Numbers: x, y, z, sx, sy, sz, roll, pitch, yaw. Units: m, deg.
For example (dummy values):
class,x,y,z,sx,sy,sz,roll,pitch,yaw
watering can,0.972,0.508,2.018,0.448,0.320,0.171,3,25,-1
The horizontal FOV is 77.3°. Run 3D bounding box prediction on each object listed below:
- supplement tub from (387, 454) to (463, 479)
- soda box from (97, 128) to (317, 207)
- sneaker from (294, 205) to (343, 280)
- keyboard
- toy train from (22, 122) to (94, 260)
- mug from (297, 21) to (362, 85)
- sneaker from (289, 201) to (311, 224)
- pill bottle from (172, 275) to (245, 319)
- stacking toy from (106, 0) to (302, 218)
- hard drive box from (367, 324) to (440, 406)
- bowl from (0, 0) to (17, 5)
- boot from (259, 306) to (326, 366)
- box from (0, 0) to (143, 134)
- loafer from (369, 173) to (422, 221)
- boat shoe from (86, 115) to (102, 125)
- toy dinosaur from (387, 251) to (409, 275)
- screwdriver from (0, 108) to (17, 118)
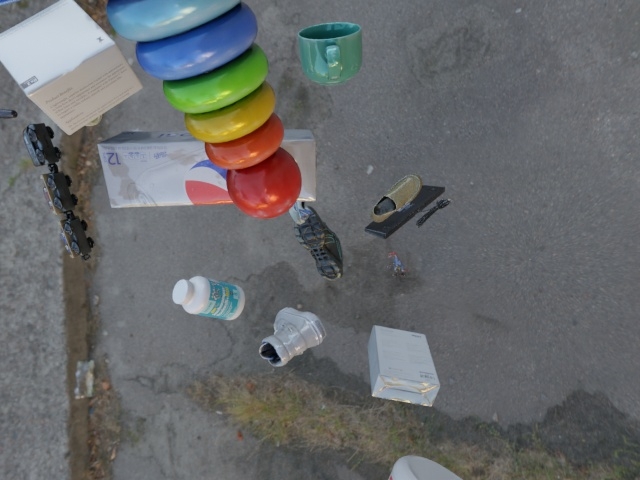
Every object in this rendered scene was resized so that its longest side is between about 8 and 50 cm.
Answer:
class,x,y,z,sx,sy,sz,roll,pitch,yaw
supplement tub,0.187,0.595,0.780,0.191,0.191,0.272,23,90,27
soda box,-0.150,-0.108,0.580,0.286,0.098,0.091,-2,114,-6
sneaker,0.000,0.000,1.256,0.101,0.106,0.267,-10,120,27
keyboard,0.321,-0.099,1.384,0.201,0.317,0.033,19,140,54
toy train,-0.297,-0.051,0.455,0.036,0.027,0.158,-1,110,29
mug,0.016,-0.373,0.819,0.129,0.158,0.097,17,136,25
sneaker,-0.070,-0.110,1.094,0.058,0.052,0.135,-36,82,12
pill bottle,-0.436,0.224,1.567,0.146,0.264,0.146,-15,65,35
stacking toy,-0.104,-0.154,0.396,0.141,0.330,0.141,-11,42,10
hard drive box,0.248,0.378,1.237,0.181,0.232,0.089,11,115,-1
bowl,-0.390,-0.319,0.320,0.391,0.391,0.077,-14,99,26
boot,-0.092,0.223,0.926,0.095,0.123,0.258,62,155,1
box,-0.490,-0.340,0.780,0.181,0.119,0.182,-40,72,-13
loafer,0.175,-0.096,0.925,0.056,0.050,0.148,46,101,4
boat shoe,-0.785,-0.440,1.236,0.094,0.302,0.109,34,84,18
toy dinosaur,0.233,0.069,1.227,0.047,0.090,0.082,3,109,34
screwdriver,-0.846,-0.322,1.018,0.170,0.024,0.025,6,67,12
